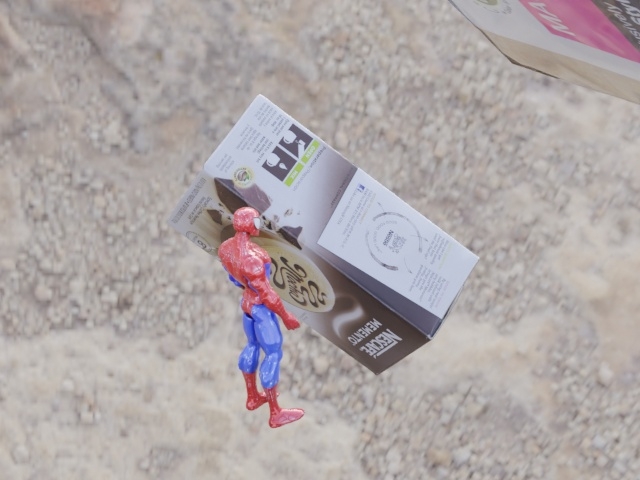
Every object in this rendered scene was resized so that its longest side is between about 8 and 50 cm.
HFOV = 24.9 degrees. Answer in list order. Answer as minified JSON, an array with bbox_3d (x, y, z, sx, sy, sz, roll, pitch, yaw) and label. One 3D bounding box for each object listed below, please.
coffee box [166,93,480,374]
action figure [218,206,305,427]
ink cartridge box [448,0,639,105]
[{"bbox_3d":[0.000,0.000,1.573,0.297,0.168,0.119,36,63,-4],"label":"coffee box"},{"bbox_3d":[-0.029,0.035,0.707,0.030,0.115,0.038,-24,33,-22],"label":"action figure"},{"bbox_3d":[0.072,-0.112,0.350,0.193,0.235,0.088,29,85,49],"label":"ink cartridge box"}]
